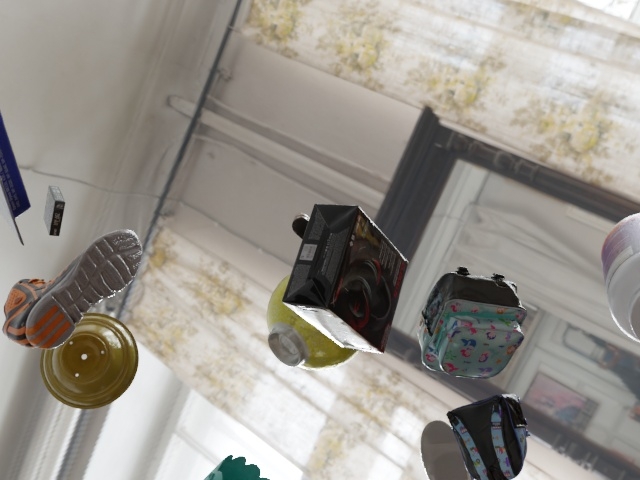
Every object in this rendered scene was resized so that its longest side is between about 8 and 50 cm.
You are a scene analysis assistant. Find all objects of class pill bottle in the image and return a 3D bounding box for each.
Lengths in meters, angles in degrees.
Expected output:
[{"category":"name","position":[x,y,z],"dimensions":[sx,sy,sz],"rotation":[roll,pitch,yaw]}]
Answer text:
[{"category":"pill bottle","position":[0.606,0.073,1.324],"dimensions":[0.323,0.181,0.182],"rotation":[-49,-25,-65]}]

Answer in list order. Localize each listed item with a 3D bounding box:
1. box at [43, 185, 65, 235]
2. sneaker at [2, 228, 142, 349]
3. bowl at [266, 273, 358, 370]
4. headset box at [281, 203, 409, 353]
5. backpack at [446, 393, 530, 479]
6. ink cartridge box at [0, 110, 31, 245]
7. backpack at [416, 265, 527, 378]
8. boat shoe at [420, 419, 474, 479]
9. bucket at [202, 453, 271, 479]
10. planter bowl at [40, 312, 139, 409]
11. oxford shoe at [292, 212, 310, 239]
[{"category":"box","position":[-0.480,-0.054,1.332],"dimensions":[0.018,0.083,0.067],"rotation":[6,-70,-30]},{"category":"sneaker","position":[-0.515,0.083,1.492],"dimensions":[0.321,0.180,0.125],"rotation":[-48,-53,-40]},{"category":"bowl","position":[-0.051,0.249,1.993],"dimensions":[0.156,0.289,0.290],"rotation":[-38,-38,-38]},{"category":"headset box","position":[0.067,0.088,1.515],"dimensions":[0.293,0.110,0.218],"rotation":[45,-123,-49]},{"category":"backpack","position":[0.379,0.432,1.607],"dimensions":[0.158,0.173,0.117],"rotation":[-28,-22,32]},{"category":"ink cartridge box","position":[-0.583,-0.192,1.260],"dimensions":[0.072,0.307,0.304],"rotation":[-32,-35,-30]},{"category":"backpack","position":[0.349,0.217,1.746],"dimensions":[0.225,0.191,0.254],"rotation":[9,-45,-13]},{"category":"boat shoe","position":[0.355,0.669,2.016],"dimensions":[0.127,0.341,0.158],"rotation":[-15,-24,-3]},{"category":"bucket","position":[-0.237,0.747,2.003],"dimensions":[0.183,0.281,0.281],"rotation":[-41,-29,11]},{"category":"planter bowl","position":[-0.515,0.261,1.633],"dimensions":[0.217,0.217,0.090],"rotation":[-51,-2,-16]},{"category":"oxford shoe","position":[0.000,0.000,2.135],"dimensions":[0.076,0.076,0.212],"rotation":[-32,-70,16]}]
